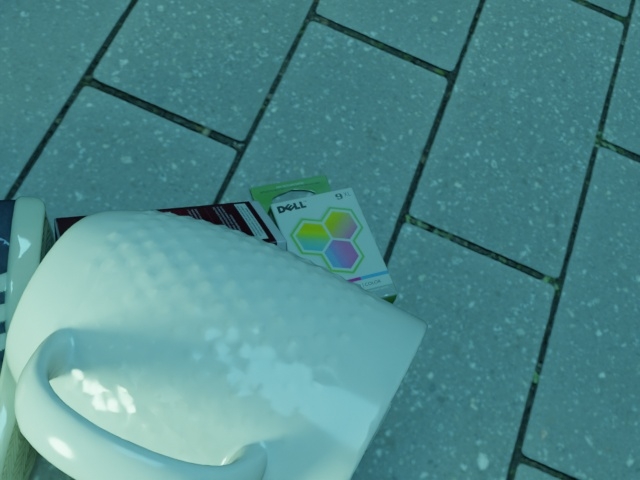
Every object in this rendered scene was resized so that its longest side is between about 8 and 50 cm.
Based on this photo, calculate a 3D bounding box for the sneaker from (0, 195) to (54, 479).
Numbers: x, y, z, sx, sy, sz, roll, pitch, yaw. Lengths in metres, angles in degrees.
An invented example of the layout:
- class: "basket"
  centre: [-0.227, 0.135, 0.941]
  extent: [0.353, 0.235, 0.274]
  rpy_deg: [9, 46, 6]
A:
- class: "sneaker"
  centre: [-0.365, 0.113, 1.070]
  extent: [0.148, 0.131, 0.350]
  rpy_deg: [0, 56, -6]

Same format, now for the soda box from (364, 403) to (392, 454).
- class: "soda box"
  centre: [-0.034, 0.162, 1.147]
  extent: [0.216, 0.074, 0.069]
  rpy_deg: [32, 59, 5]

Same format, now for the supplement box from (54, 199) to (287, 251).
- class: "supplement box"
  centre: [-0.169, 0.018, 1.160]
  extent: [0.239, 0.073, 0.130]
  rpy_deg: [-5, 24, -17]

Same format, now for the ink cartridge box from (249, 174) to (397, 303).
- class: "ink cartridge box"
  centre: [0.000, 0.000, 1.254]
  extent: [0.109, 0.062, 0.209]
  rpy_deg: [-13, 65, -20]

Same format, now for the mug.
- class: "mug"
  centre: [-0.118, 0.130, 0.922]
  extent: [0.328, 0.276, 0.374]
  rpy_deg: [28, 15, 7]
